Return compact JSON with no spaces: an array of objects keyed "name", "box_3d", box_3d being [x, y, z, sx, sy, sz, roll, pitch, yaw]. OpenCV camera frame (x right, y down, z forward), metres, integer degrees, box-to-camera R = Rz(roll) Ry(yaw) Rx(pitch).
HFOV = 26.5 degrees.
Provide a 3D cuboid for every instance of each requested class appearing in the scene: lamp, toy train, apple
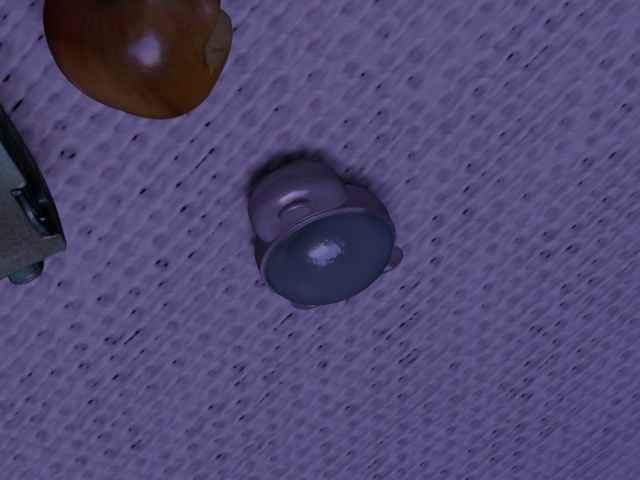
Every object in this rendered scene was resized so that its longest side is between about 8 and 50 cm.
[{"name":"lamp","box_3d":[0.001,0.001,1.684,0.180,0.108,0.246,-29,139,4]},{"name":"toy train","box_3d":[-0.374,-0.086,1.397,0.129,0.159,0.326,-24,136,0]},{"name":"apple","box_3d":[-0.173,-0.207,1.340,0.199,0.199,0.199,-12,139,-10]}]
